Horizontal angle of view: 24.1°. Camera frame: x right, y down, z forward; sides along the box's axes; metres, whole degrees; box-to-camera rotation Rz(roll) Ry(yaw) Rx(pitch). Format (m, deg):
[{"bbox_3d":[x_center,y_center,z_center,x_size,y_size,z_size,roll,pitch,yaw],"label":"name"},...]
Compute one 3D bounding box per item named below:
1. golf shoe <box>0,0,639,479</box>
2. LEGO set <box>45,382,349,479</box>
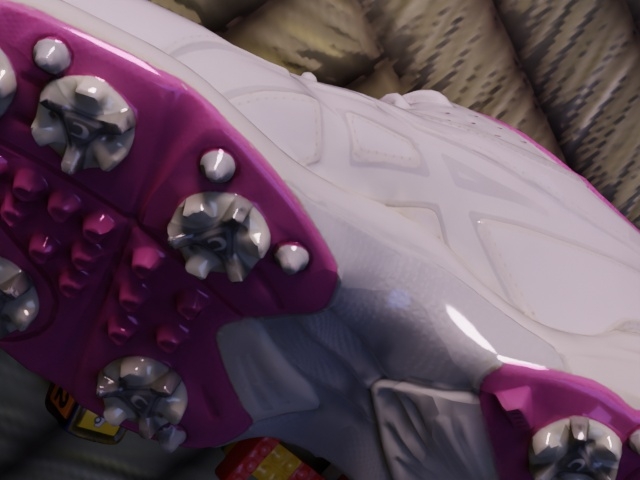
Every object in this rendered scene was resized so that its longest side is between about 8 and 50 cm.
[{"bbox_3d":[0.000,0.000,0.453,0.306,0.140,0.115,33,127,-16],"label":"golf shoe"},{"bbox_3d":[-0.032,0.143,0.526,0.182,0.060,0.244,-12,118,-27],"label":"LEGO set"}]
